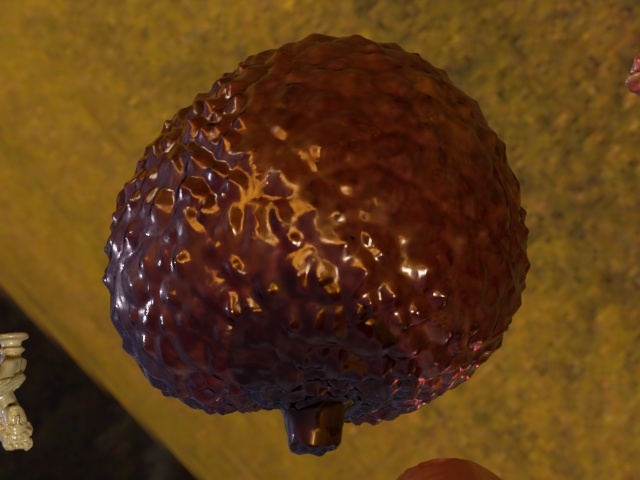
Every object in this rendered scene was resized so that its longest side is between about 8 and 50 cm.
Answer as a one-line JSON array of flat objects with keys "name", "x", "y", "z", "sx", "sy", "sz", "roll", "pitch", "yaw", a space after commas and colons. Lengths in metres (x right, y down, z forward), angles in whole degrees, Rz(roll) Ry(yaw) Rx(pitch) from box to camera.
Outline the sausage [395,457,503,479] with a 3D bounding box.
[{"name": "sausage", "x": 0.064, "y": 0.146, "z": 0.689, "sx": 0.086, "sy": 0.086, "sz": 0.289, "roll": 49, "pitch": 179, "yaw": -3}]

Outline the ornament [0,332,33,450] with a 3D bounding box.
[{"name": "ornament", "x": -0.261, "y": 0.123, "z": 1.436, "sx": 0.068, "sy": 0.041, "sz": 0.092, "roll": -96, "pitch": 3, "yaw": -71}]

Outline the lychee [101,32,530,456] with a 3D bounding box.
[{"name": "lychee", "x": 0.000, "y": 0.000, "z": 1.026, "sx": 0.260, "sy": 0.260, "sz": 0.260, "roll": 45, "pitch": 166, "yaw": 14}]

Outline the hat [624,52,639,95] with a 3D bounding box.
[{"name": "hat", "x": 0.442, "y": -0.145, "z": 1.527, "sx": 0.286, "sy": 0.237, "sz": 0.107, "roll": 10, "pitch": 112, "yaw": 52}]
